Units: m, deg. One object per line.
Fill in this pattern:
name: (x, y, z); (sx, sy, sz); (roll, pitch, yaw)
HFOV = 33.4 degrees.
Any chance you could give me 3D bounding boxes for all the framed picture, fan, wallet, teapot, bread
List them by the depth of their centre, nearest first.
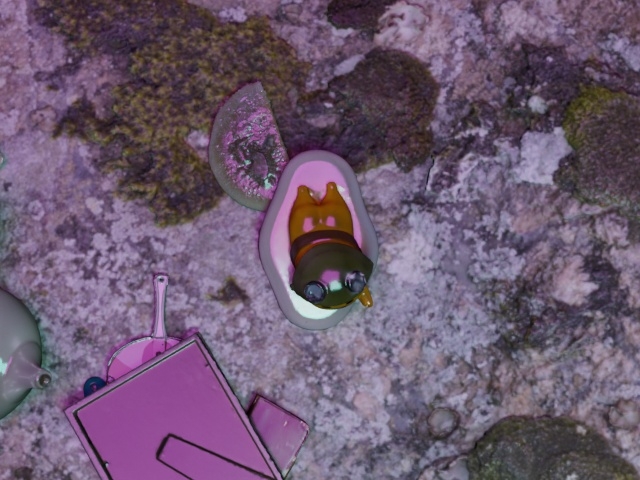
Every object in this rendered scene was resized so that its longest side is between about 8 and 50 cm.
framed picture: (-0.182, 0.296, 1.425); (0.211, 0.020, 0.289); (-31, 78, -7)
teapot: (-0.494, 0.097, 1.433); (0.220, 0.149, 0.318); (-20, 84, -2)
wallet: (-0.091, 0.307, 1.453); (0.095, 0.026, 0.176); (29, 86, 9)
fan: (-0.225, 0.157, 1.477); (0.153, 0.008, 0.226); (0, 79, -7)
bread: (-0.103, -0.121, 1.503); (0.112, 0.036, 0.192); (-20, 82, 1)

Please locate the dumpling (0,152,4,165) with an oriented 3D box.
dumpling: (-0.492, -0.127, 1.509); (0.057, 0.076, 0.052); (-55, 45, 16)

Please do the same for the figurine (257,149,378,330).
figurine: (0.000, 0.000, 1.415); (0.167, 0.141, 0.249); (-8, 91, -3)

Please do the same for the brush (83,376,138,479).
brush: (-0.279, 0.277, 1.465); (0.043, 0.032, 0.193); (-23, 70, -10)
